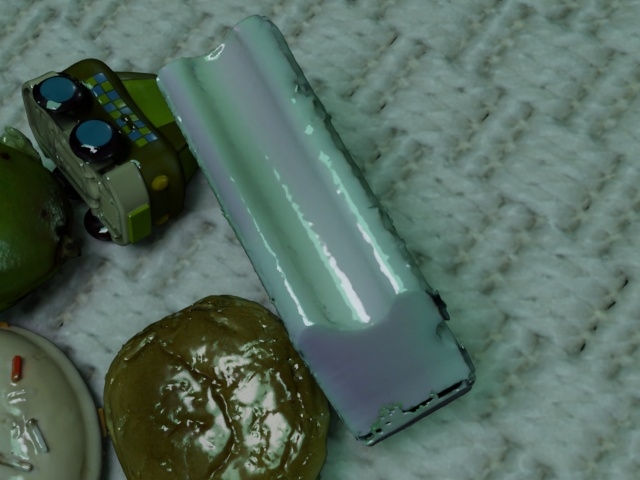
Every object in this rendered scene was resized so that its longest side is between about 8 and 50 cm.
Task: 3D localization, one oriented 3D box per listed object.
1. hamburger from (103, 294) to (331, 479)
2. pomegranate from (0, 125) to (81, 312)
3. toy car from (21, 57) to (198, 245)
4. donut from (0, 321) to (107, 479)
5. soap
[{"bbox_3d":[-0.120,0.212,0.887,0.265,0.134,0.285,-29,68,-2],"label":"hamburger"},{"bbox_3d":[-0.475,-0.026,0.943,0.340,0.260,0.261,0,73,-6],"label":"pomegranate"},{"bbox_3d":[-0.255,-0.135,1.011,0.198,0.204,0.248,-34,69,-27],"label":"toy car"},{"bbox_3d":[-0.456,0.273,0.925,0.382,0.142,0.383,-3,71,9],"label":"donut"},{"bbox_3d":[0.000,0.000,0.862,0.156,0.261,0.446,-30,73,0],"label":"soap"}]
